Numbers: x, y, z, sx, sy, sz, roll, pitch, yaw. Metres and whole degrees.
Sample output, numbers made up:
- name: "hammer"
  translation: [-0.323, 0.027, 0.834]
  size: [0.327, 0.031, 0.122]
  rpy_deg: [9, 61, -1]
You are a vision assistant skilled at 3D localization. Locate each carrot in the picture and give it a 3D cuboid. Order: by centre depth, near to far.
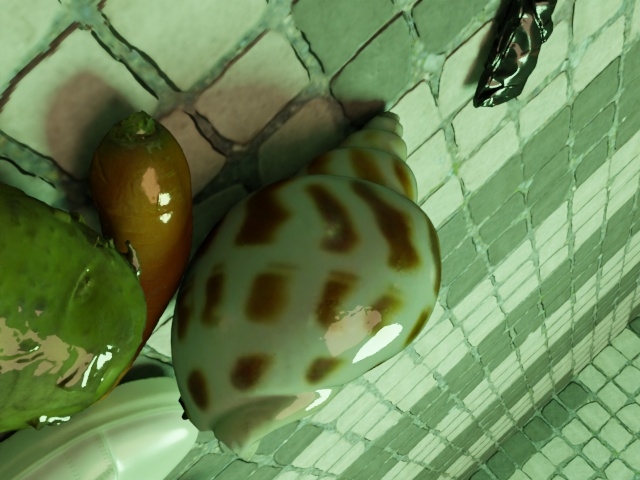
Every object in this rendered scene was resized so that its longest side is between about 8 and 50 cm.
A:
- name: "carrot"
  translation: [-0.126, 0.027, 0.452]
  size: [0.066, 0.062, 0.271]
  rpy_deg: [-62, 174, -46]

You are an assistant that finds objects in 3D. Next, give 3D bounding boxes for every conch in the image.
- name: "conch"
  translation: [-0.002, 0.017, 0.495]
  size: [0.275, 0.183, 0.148]
  rpy_deg: [-47, 140, -39]

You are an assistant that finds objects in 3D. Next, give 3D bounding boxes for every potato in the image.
- name: "potato"
  translation: [-0.200, 0.031, 0.310]
  size: [0.251, 0.113, 0.149]
  rpy_deg: [12, 130, -39]

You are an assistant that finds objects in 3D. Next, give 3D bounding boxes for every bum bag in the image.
- name: "bum bag"
  translation: [0.172, -0.171, 0.581]
  size: [0.058, 0.034, 0.124]
  rpy_deg: [-9, 136, -32]

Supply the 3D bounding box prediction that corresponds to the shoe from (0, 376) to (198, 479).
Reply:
- name: "shoe"
  translation: [-0.227, 0.261, 0.515]
  size: [0.363, 0.160, 0.131]
  rpy_deg: [-34, 150, -17]
